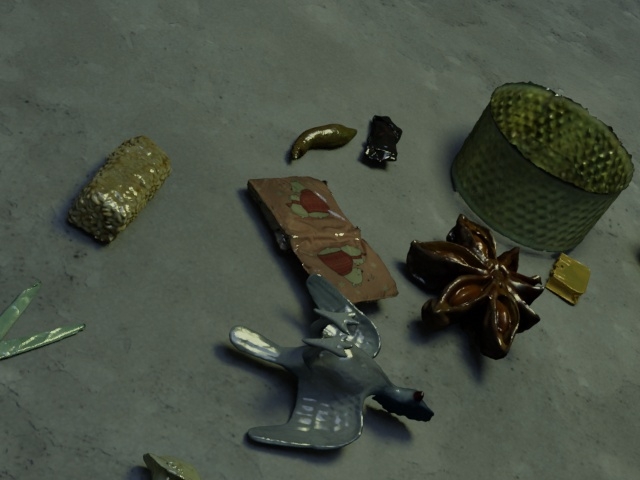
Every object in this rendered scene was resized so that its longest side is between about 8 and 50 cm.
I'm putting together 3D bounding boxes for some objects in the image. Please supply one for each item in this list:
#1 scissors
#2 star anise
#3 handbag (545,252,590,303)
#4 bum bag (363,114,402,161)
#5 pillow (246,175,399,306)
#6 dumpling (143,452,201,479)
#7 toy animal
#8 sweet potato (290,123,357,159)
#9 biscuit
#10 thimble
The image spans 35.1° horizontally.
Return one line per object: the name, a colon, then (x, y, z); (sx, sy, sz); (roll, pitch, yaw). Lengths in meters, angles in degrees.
scissors: (-0.371, 0.123, 1.106); (0.144, 0.017, 0.247); (43, 42, 10)
star anise: (0.216, 0.072, 1.459); (0.214, 0.099, 0.220); (29, 45, 17)
handbag: (0.398, 0.060, 1.625); (0.061, 0.027, 0.083); (31, 37, 3)
bum bag: (0.103, -0.163, 1.646); (0.058, 0.034, 0.124); (20, 42, -1)
pillow: (0.000, 0.000, 1.423); (0.135, 0.049, 0.248); (-11, 54, -37)
dumpling: (-0.154, 0.253, 1.086); (0.052, 0.057, 0.076); (-7, 56, -36)
toy animal: (0.014, 0.165, 1.246); (0.255, 0.176, 0.239); (11, 49, 15)
sweet potato: (0.001, -0.159, 1.580); (0.041, 0.038, 0.153); (31, 38, 33)
biscuit: (-0.259, -0.071, 1.318); (0.082, 0.070, 0.168); (38, 40, -7)
thimble: (0.361, -0.121, 1.667); (0.270, 0.150, 0.271); (17, 40, -15)
